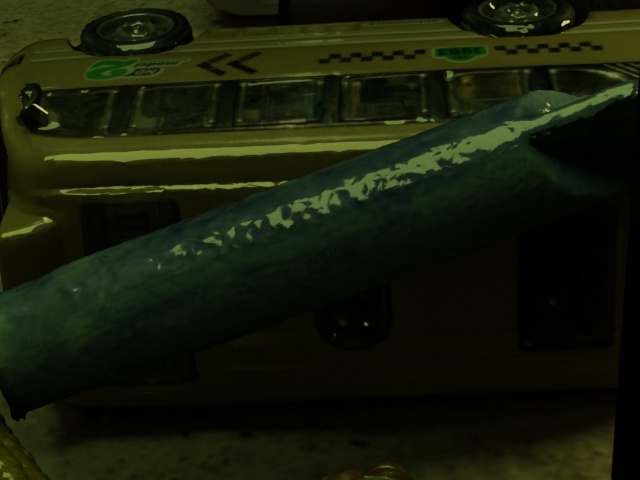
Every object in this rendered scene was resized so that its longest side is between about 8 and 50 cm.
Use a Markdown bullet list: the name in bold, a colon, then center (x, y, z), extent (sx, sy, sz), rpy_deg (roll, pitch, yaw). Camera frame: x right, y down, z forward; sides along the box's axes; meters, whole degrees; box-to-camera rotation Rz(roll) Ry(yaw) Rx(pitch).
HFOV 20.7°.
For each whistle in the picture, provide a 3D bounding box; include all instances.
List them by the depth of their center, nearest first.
- **whistle**: center (0.000, 0.000, 0.770), extent (0.304, 0.062, 0.062), rpy_deg (-20, 25, 1)

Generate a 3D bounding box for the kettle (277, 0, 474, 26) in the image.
- **kettle**: center (0.086, -0.132, 1.216), extent (0.232, 0.144, 0.202), rpy_deg (2, -5, -4)

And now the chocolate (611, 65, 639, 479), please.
- **chocolate**: center (0.255, 0.006, 0.631), extent (0.297, 0.326, 0.314), rpy_deg (-2, 68, 12)

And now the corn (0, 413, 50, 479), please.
- **corn**: center (-0.139, 0.129, 0.713), extent (0.097, 0.097, 0.320), rpy_deg (-19, 30, -28)

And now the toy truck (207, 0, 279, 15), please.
- **toy truck**: center (0.067, -0.277, 1.467), extent (0.363, 0.176, 0.178), rpy_deg (1, 38, 10)

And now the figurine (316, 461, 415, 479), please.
- **figurine**: center (0.044, 0.143, 0.689), extent (0.143, 0.068, 0.101), rpy_deg (23, 38, 24)

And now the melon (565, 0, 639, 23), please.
- **melon**: center (0.151, -0.244, 1.021), extent (0.237, 0.237, 0.302), rpy_deg (8, 2, 25)

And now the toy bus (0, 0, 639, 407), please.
- **toy bus**: center (0.010, -0.018, 0.904), extent (0.365, 0.177, 0.202), rpy_deg (-3, 28, 3)

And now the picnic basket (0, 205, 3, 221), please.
- **picnic basket**: center (-0.187, -0.055, 1.140), extent (0.072, 0.072, 0.083), rpy_deg (16, 44, 37)
